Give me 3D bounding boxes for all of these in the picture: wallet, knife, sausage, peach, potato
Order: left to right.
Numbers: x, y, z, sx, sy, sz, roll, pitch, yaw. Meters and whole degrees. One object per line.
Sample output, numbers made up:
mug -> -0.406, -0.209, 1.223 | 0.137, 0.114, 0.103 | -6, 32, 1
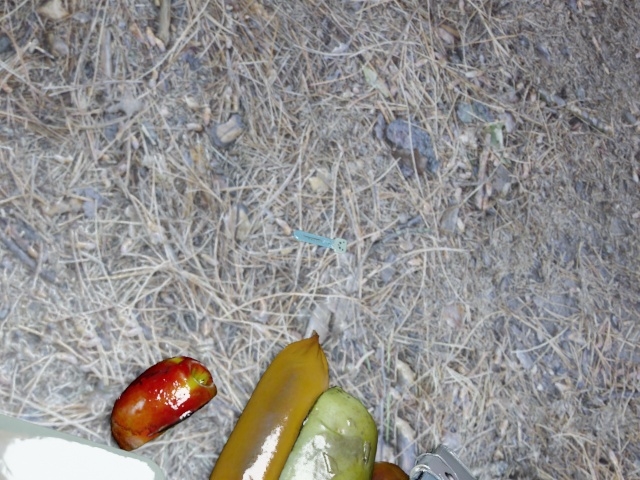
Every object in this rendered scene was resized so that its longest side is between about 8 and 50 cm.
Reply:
peach -> -0.239, 0.233, 1.309 | 0.172, 0.127, 0.092 | -29, 92, 1
sausage -> -0.063, 0.271, 1.350 | 0.112, 0.112, 0.328 | 31, 64, -7
knife -> 0.000, 0.000, 1.509 | 0.096, 0.010, 0.027 | 14, 69, -14
potato -> 0.019, 0.347, 1.306 | 0.111, 0.160, 0.271 | 18, 61, 21
wallet -> 0.197, 0.406, 1.354 | 0.069, 0.231, 0.170 | -45, 82, 15

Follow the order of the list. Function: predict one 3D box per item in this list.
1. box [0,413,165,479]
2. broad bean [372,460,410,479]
box -> -0.430, 0.426, 1.184 | 0.373, 0.090, 0.367 | 20, 67, -11
broad bean -> 0.117, 0.419, 1.378 | 0.114, 0.084, 0.165 | -11, 69, -42
